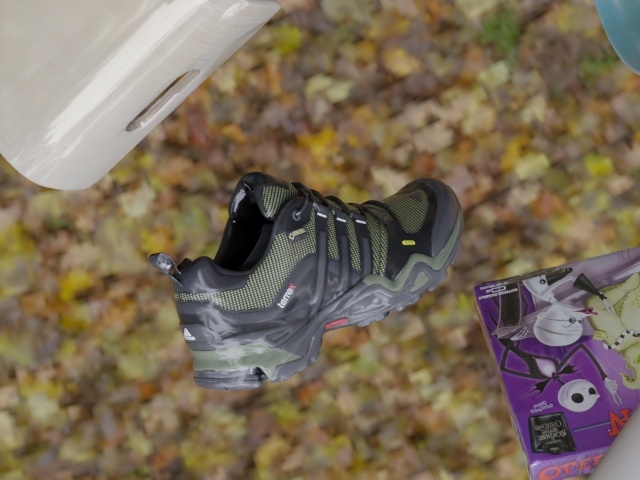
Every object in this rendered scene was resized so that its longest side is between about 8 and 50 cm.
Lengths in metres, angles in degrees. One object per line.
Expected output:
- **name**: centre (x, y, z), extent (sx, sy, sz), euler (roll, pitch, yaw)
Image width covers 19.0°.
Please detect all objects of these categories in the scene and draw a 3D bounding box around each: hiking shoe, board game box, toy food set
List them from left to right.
- **toy food set**: centre (-0.200, -0.211, 1.341), extent (0.220, 0.306, 0.092), euler (-40, -179, 29)
- **hiking shoe**: centre (0.000, 0.000, 1.198), extent (0.227, 0.086, 0.114), euler (-34, 113, -34)
- **board game box**: centre (0.334, 0.093, 1.777), extent (0.347, 0.208, 0.056), euler (-14, 148, -2)

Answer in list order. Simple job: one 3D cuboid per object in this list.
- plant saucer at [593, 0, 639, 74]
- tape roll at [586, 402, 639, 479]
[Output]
- **plant saucer**: centre (0.212, -0.265, 1.227), extent (0.044, 0.317, 0.317), euler (-7, 136, -5)
- **tape roll**: centre (0.321, 0.265, 1.573), extent (0.169, 0.246, 0.246), euler (-54, 135, -6)
